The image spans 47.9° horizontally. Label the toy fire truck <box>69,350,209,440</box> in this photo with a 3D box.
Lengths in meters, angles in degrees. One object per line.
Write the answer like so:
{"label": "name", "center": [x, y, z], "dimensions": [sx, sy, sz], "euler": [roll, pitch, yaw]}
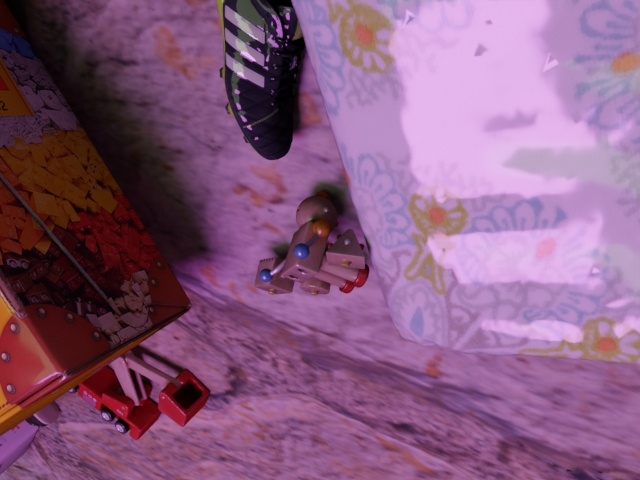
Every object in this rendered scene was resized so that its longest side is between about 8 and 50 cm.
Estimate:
{"label": "toy fire truck", "center": [-0.238, 0.178, 0.895], "dimensions": [0.192, 0.047, 0.135], "euler": [35, 131, 10]}

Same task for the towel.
{"label": "towel", "center": [0.175, -0.063, 0.443], "dimensions": [0.374, 0.090, 0.321], "euler": [-1, 117, 34]}

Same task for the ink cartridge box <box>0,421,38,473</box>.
{"label": "ink cartridge box", "center": [-0.598, 0.318, 1.068], "dimensions": [0.198, 0.273, 0.115], "euler": [42, 130, 2]}

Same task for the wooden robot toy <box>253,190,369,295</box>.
{"label": "wooden robot toy", "center": [0.000, 0.000, 0.623], "dimensions": [0.076, 0.079, 0.173], "euler": [16, 161, -18]}

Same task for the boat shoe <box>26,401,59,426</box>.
{"label": "boat shoe", "center": [-0.435, 0.217, 1.047], "dimensions": [0.042, 0.049, 0.133], "euler": [-19, 112, 31]}

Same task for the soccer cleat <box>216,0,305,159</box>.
{"label": "soccer cleat", "center": [-0.040, -0.145, 0.550], "dimensions": [0.072, 0.060, 0.179], "euler": [4, 118, 29]}

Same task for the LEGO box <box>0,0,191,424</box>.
{"label": "LEGO box", "center": [-0.441, 0.051, 0.708], "dimensions": [0.500, 0.193, 0.372], "euler": [-32, 88, 22]}
